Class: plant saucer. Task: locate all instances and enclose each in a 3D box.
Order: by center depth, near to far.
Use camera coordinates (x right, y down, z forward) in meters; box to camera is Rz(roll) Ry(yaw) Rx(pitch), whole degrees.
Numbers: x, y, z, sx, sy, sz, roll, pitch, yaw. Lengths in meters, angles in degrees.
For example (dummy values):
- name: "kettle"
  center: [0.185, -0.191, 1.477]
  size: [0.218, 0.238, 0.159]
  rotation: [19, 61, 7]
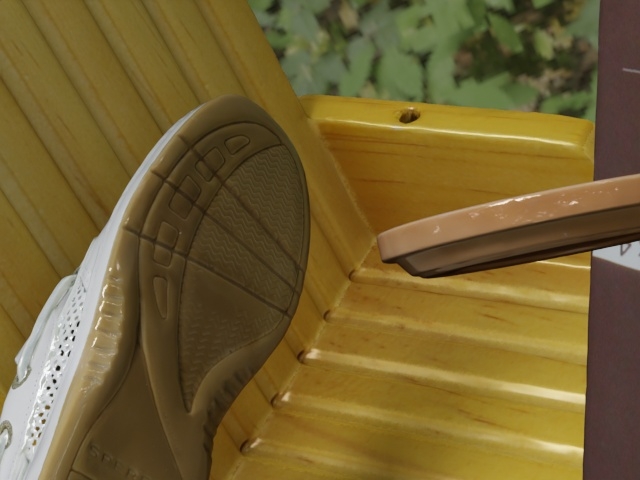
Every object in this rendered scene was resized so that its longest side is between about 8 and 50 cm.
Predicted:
- name: "plant saucer"
  center: [0.056, -0.003, 0.369]
  size: [0.083, 0.083, 0.013]
  rotation: [-13, 86, 20]

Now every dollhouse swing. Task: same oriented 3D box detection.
- name: "dollhouse swing"
  center: [0.000, 0.000, 0.754]
  size: [0.315, 0.305, 0.347]
  rotation: [7, 41, 27]

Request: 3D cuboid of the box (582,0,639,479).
- name: "box"
  center: [0.212, 0.028, 0.577]
  size: [0.143, 0.381, 0.191]
  rotation: [-16, 22, -37]

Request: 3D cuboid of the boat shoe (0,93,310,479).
- name: "boat shoe"
  center: [-0.087, 0.052, 0.649]
  size: [0.096, 0.098, 0.277]
  rotation: [-20, 37, 43]
